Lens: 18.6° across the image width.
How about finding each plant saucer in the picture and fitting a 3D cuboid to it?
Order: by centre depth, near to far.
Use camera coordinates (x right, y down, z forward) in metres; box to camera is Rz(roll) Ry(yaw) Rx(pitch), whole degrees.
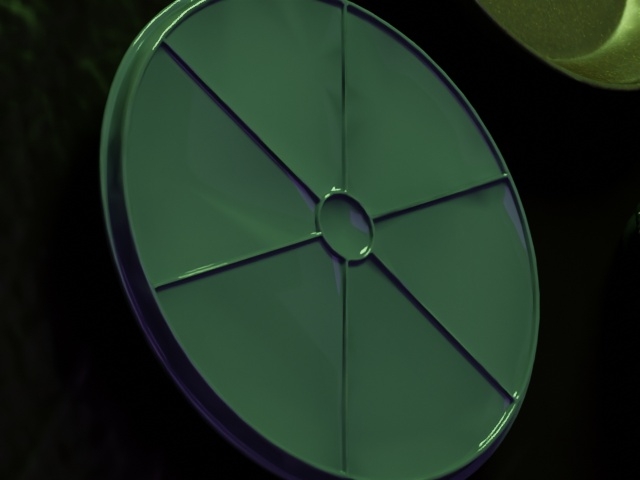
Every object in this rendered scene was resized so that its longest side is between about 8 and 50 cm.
[{"bbox_3d":[0.094,-0.152,0.859,0.198,0.036,0.198,18,60,-35],"label":"plant saucer"}]

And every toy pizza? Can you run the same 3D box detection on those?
[{"bbox_3d":[0.000,0.000,0.708,0.201,0.032,0.201,19,59,-34],"label":"toy pizza"}]

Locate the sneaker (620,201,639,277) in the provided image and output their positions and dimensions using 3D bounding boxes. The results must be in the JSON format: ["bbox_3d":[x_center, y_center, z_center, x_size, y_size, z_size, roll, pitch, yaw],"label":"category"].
[{"bbox_3d":[0.233,0.103,0.807,0.257,0.169,0.447,21,50,-24],"label":"sneaker"}]
